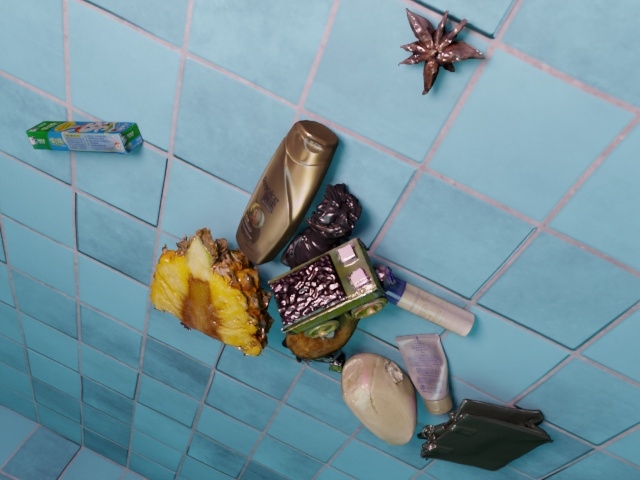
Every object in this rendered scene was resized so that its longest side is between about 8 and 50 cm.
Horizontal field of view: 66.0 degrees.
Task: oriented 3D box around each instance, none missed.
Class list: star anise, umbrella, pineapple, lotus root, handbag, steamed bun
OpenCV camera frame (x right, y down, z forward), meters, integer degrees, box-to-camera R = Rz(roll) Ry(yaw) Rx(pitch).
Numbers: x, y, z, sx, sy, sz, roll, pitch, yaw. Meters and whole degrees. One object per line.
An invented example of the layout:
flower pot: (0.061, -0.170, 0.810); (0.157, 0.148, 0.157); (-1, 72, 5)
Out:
star anise: (0.168, -0.303, 0.755); (0.124, 0.056, 0.129); (-25, 115, 37)
umbrella: (0.001, -0.001, 1.047); (0.110, 0.122, 0.272); (64, 144, 26)
pineapple: (-0.218, 0.065, 1.156); (0.344, 0.209, 0.286); (21, 122, 20)
lotus root: (0.013, 0.200, 1.175); (0.128, 0.145, 0.260); (35, 135, -16)
handbag: (0.407, 0.496, 1.249); (0.260, 0.079, 0.247); (14, 135, -13)
steamed bun: (0.170, 0.397, 1.267); (0.152, 0.170, 0.238); (-41, 105, 20)

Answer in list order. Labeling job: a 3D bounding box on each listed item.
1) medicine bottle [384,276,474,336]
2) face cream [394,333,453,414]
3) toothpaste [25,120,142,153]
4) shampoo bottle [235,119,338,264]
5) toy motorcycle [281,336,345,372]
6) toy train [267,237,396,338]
medicine bottle: (0.224, 0.139, 1.094); (0.231, 0.059, 0.059); (26, 133, 2)
face cream: (0.272, 0.328, 1.239); (0.114, 0.070, 0.224); (-11, 110, 29)
toothpaste: (-0.530, -0.232, 1.104); (0.266, 0.065, 0.050); (6, 129, 19)
shampoo bottle: (-0.076, -0.093, 1.006); (0.125, 0.084, 0.350); (54, 135, 19)
toy motorcycle: (-0.021, 0.303, 1.335); (0.173, 0.058, 0.100); (9, 136, 13)
toy train: (0.020, 0.106, 1.014); (0.261, 0.134, 0.177); (-27, 151, 11)
